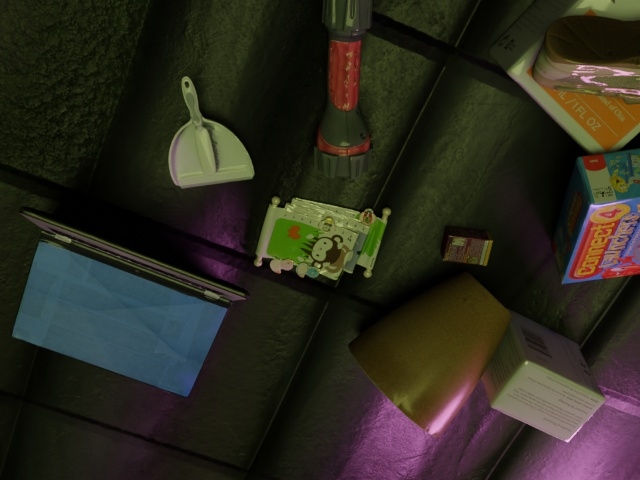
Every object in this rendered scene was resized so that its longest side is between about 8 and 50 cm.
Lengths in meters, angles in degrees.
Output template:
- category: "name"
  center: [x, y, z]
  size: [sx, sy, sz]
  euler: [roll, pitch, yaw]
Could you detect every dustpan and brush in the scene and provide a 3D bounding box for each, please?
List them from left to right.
- category: "dustpan and brush"
  center: [-0.203, -0.183, 1.294]
  size: [0.147, 0.060, 0.211]
  euler: [-7, 116, 5]

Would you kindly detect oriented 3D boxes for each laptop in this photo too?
- category: "laptop"
  center: [-0.365, 0.136, 1.367]
  size: [0.382, 0.408, 0.236]
  euler: [21, 81, -10]

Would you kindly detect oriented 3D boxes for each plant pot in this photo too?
- category: "plant pot"
  center: [0.224, 0.188, 1.399]
  size: [0.254, 0.237, 0.237]
  euler: [-45, 108, 6]

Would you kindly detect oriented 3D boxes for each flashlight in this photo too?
- category: "flashlight"
  center: [0.041, -0.253, 1.227]
  size: [0.103, 0.103, 0.304]
  euler: [21, 126, 28]

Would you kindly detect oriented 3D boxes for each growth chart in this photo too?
- category: "growth chart"
  center: [0.000, 0.000, 1.405]
  size: [0.237, 0.021, 0.172]
  euler: [8, 117, -2]

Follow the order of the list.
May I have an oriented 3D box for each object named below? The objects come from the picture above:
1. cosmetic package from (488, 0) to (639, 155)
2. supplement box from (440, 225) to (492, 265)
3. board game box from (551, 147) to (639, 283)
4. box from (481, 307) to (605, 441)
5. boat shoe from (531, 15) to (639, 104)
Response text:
- category: "cosmetic package"
  center: [0.505, -0.364, 1.139]
  size: [0.230, 0.161, 0.453]
  euler: [38, 110, -16]
- category: "supplement box"
  center: [0.268, 0.010, 1.392]
  size: [0.083, 0.043, 0.055]
  euler: [8, 117, -4]
- category: "board game box"
  center: [0.559, -0.044, 1.247]
  size: [0.301, 0.086, 0.308]
  euler: [-9, 153, 5]
- category: "box"
  center: [0.408, 0.251, 1.433]
  size: [0.182, 0.181, 0.119]
  euler: [26, 115, -12]
- category: "boat shoe"
  center: [0.453, -0.244, 1.062]
  size: [0.302, 0.109, 0.098]
  euler: [4, 156, -1]
